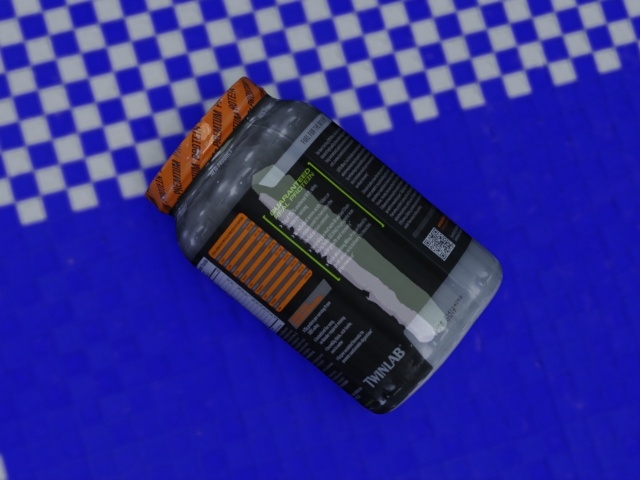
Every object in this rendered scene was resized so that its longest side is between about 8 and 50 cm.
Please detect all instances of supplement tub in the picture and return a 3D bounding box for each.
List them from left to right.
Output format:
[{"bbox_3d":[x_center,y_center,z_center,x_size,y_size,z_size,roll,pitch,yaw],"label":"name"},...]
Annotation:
[{"bbox_3d":[0.000,0.000,1.119,0.190,0.117,0.117,41,75,-1],"label":"supplement tub"}]
